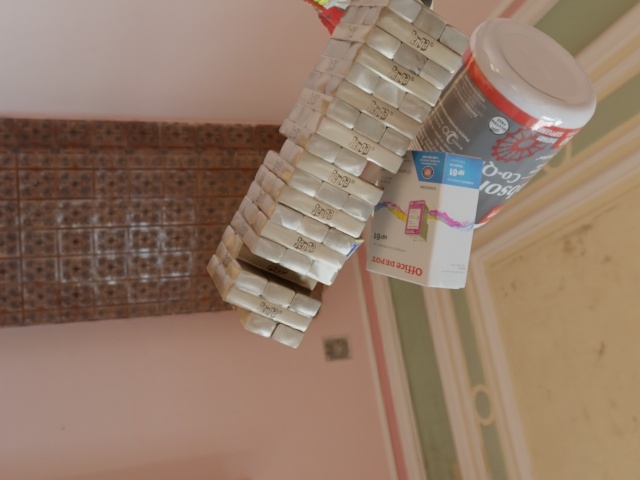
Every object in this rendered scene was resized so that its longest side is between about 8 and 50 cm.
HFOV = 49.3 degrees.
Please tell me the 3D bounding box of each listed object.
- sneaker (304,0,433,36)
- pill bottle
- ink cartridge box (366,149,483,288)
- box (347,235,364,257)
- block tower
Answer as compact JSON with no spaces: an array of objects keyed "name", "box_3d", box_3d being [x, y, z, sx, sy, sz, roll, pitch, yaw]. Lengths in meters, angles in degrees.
[{"name":"sneaker","box_3d":[0.004,-0.300,0.833,0.279,0.107,0.118,36,-18,14]},{"name":"pill bottle","box_3d":[0.235,-0.146,1.106,0.363,0.210,0.210,-54,-137,45]},{"name":"ink cartridge box","box_3d":[0.096,-0.021,0.657,0.088,0.052,0.122,13,-81,52]},{"name":"box","box_3d":[0.000,0.000,1.032,0.059,0.169,0.054,-48,-109,17]},{"name":"block tower","box_3d":[0.009,-0.073,0.645,0.335,0.091,0.097,-62,-154,7]}]
